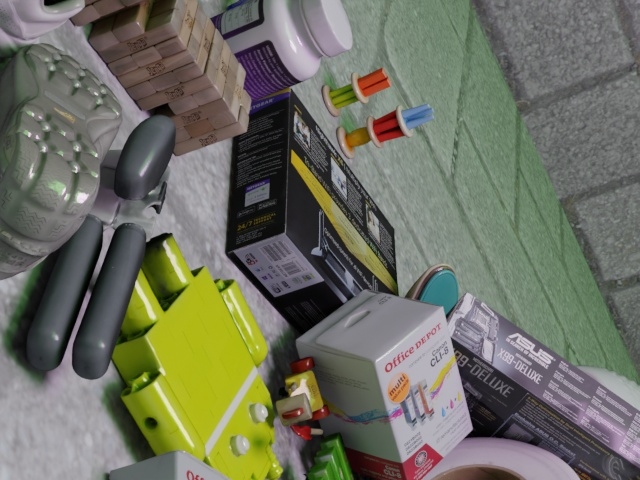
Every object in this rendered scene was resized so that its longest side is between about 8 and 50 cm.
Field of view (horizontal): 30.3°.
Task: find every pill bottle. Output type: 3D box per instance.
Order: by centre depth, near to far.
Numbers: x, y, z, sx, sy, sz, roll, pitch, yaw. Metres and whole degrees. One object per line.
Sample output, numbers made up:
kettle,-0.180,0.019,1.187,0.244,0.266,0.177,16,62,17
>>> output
pill bottle,-0.066,-0.220,1.352,0.108,0.194,0.108,51,29,-42

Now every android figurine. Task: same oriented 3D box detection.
android figurine,-0.113,0.133,1.127,0.272,0.056,0.248,64,21,-12

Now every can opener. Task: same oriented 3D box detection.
can opener,-0.186,-0.004,1.016,0.280,0.074,0.093,-81,-178,-46

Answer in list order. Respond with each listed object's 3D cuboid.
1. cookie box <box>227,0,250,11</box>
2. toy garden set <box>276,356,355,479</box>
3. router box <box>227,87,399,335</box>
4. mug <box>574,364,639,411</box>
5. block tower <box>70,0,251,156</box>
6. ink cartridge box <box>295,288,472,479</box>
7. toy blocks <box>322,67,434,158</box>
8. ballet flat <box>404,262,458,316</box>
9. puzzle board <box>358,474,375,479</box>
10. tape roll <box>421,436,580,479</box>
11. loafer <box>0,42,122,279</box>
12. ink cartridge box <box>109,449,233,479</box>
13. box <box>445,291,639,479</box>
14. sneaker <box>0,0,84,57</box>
cookie box,-0.078,-0.275,1.517,0.040,0.092,0.107,50,29,-36
toy garden set,-0.011,0.237,1.227,0.244,0.049,0.203,-24,97,-84
router box,0.000,0.000,1.483,0.309,0.081,0.243,51,29,-41
mug,0.491,0.419,2.141,0.328,0.276,0.374,44,64,-40
block tower,-0.193,-0.242,1.203,0.335,0.097,0.091,57,25,-37
ink cartridge box,0.075,0.166,1.359,0.128,0.127,0.176,-35,120,-36
toy blocks,0.090,-0.205,1.795,0.054,0.148,0.123,-18,89,-70
ballet flat,0.131,0.130,1.596,0.086,0.086,0.248,-65,161,-62
puzzle board,0.055,0.253,1.500,0.096,0.011,0.128,65,22,-17
tape roll,0.181,0.360,1.338,0.246,0.246,0.169,-69,153,-60
loafer,-0.231,-0.072,0.951,0.112,0.111,0.319,36,17,-17
ink cartridge box,-0.112,0.279,0.969,0.127,0.072,0.175,46,32,-48
box,0.242,0.230,1.451,0.307,0.242,0.076,34,52,5
sneaker,-0.277,-0.233,0.947,0.232,0.115,0.090,25,49,-62
